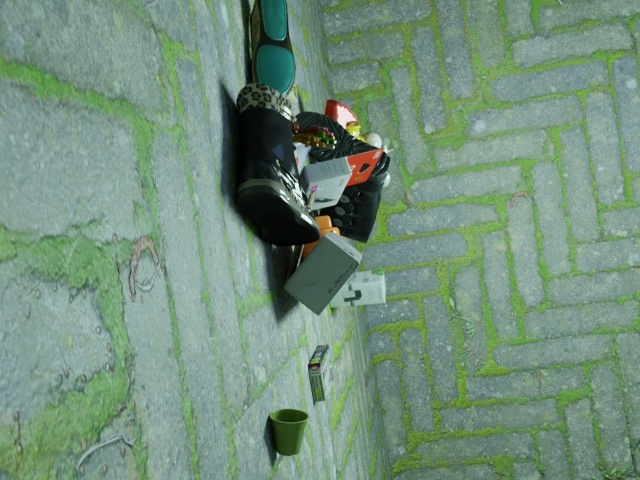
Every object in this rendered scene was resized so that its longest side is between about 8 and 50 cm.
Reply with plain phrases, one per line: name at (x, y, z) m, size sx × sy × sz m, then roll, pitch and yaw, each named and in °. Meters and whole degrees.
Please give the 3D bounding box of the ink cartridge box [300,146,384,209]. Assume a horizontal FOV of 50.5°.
ink cartridge box at (0.055, -0.169, 1.970) m, size 0.275 × 0.239 × 0.060 m, roll 117°, pitch -42°, yaw -73°

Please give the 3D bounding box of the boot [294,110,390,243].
boot at (0.049, -0.203, 2.340) m, size 0.146 × 0.367 × 0.445 m, roll -50°, pitch 165°, yaw -22°

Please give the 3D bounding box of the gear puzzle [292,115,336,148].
gear puzzle at (-0.045, -0.280, 1.751) m, size 0.339 × 0.176 × 0.044 m, roll -97°, pitch -161°, yaw -74°

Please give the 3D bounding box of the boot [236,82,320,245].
boot at (-0.098, -0.156, 1.551) m, size 0.377 × 0.138 × 0.284 m, roll 45°, pitch 37°, yaw -66°

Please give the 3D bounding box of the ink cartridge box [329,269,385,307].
ink cartridge box at (0.135, 0.179, 2.533) m, size 0.153 × 0.209 × 0.086 m, roll -68°, pitch 152°, yaw -73°

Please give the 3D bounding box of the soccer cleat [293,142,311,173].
soccer cleat at (-0.089, -0.210, 1.805) m, size 0.318 × 0.109 × 0.116 m, roll -65°, pitch 158°, yaw -72°

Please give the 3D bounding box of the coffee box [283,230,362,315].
coffee box at (0.013, 0.077, 1.777) m, size 0.119 × 0.168 × 0.297 m, roll 38°, pitch 5°, yaw 2°

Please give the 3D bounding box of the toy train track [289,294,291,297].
toy train track at (-0.072, 0.136, 1.815) m, size 0.083 × 0.014 × 0.048 m, roll 70°, pitch 21°, yaw -67°

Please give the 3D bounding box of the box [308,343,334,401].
box at (0.004, 0.389, 2.010) m, size 0.207 × 0.036 × 0.114 m, roll -37°, pitch 118°, yaw -81°

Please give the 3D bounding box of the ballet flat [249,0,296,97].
ballet flat at (-0.132, -0.489, 1.768) m, size 0.123 × 0.123 × 0.348 m, roll 61°, pitch 24°, yaw -68°

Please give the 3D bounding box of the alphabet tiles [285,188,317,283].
alphabet tiles at (-0.048, -0.018, 1.832) m, size 0.198 × 0.009 × 0.237 m, roll -59°, pitch 164°, yaw -77°

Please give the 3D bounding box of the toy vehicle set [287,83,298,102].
toy vehicle set at (-0.121, -0.541, 2.100) m, size 0.267 × 0.035 × 0.165 m, roll 25°, pitch 56°, yaw -80°

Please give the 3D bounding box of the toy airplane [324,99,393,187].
toy airplane at (0.119, -0.306, 2.556) m, size 0.386 × 0.272 × 0.384 m, roll 58°, pitch -20°, yaw 12°

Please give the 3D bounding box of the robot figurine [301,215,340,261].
robot figurine at (0.003, 0.038, 2.052) m, size 0.128 × 0.158 × 0.219 m, roll -12°, pitch 94°, yaw -54°

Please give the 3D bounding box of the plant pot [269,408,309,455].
plant pot at (-0.067, 0.402, 1.413) m, size 0.083 × 0.083 × 0.079 m, roll -33°, pitch 127°, yaw -81°

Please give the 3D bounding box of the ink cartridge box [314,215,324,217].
ink cartridge box at (0.000, 0.000, 2.307) m, size 0.099 × 0.056 × 0.135 m, roll -89°, pitch 167°, yaw -53°
